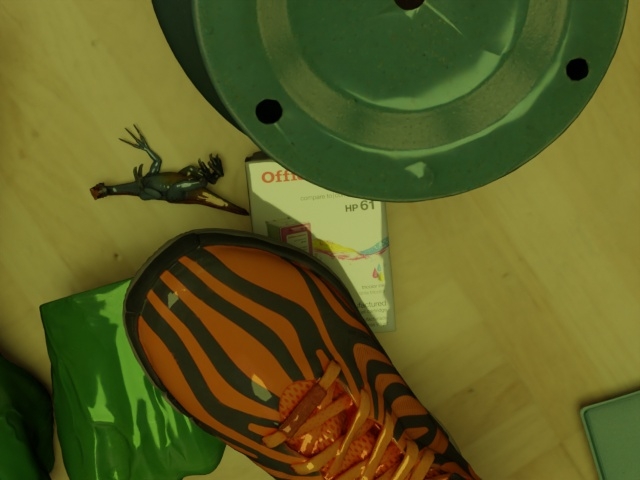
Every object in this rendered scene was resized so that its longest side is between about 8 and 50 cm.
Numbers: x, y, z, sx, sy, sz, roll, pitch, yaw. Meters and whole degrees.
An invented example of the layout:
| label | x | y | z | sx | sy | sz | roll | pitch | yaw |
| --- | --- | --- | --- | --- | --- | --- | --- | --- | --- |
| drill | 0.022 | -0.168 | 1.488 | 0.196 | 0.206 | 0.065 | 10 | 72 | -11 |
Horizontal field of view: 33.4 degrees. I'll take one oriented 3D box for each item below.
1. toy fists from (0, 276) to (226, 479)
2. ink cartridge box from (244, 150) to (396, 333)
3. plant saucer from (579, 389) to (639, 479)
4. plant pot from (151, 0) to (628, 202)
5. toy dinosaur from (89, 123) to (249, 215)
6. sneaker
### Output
| label | x | y | z | sx | sy | sz | roll | pitch | yaw |
| --- | --- | --- | --- | --- | --- | --- | --- | --- | --- |
| toy fists | -0.180 | 0.115 | 0.699 | 0.279 | 0.096 | 0.142 | -16 | 89 | 3 |
| ink cartridge box | 0.000 | 0.000 | 0.702 | 0.089 | 0.052 | 0.122 | -6 | 98 | 0 |
| plant saucer | 0.239 | 0.194 | 0.754 | 0.067 | 0.018 | 0.192 | -18 | 98 | 2 |
| plant pot | 0.030 | -0.146 | 0.545 | 0.272 | 0.255 | 0.271 | -1 | 116 | -3 |
| toy dinosaur | -0.107 | -0.032 | 0.703 | 0.082 | 0.047 | 0.090 | -22 | 110 | 21 |
| sneaker | 0.034 | 0.121 | 0.604 | 0.124 | 0.180 | 0.321 | -49 | 123 | -3 |
